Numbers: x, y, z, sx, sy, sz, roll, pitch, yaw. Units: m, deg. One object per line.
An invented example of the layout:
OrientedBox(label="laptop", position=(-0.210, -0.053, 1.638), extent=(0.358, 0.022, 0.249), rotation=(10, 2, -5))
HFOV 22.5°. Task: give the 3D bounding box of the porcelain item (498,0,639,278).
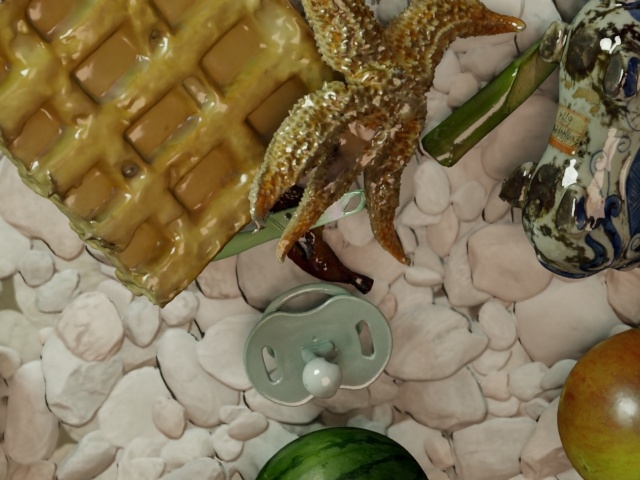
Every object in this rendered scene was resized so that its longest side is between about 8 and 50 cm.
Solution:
OrientedBox(label="porcelain item", position=(0.295, -0.097, 1.527), extent=(0.186, 0.138, 0.288), rotation=(5, 107, -30))

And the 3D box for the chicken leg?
OrientedBox(label="chicken leg", position=(-0.004, 0.003, 1.585), extent=(0.062, 0.037, 0.145), rotation=(-33, 108, -8))

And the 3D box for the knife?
OrientedBox(label="knife", position=(-0.047, -0.013, 1.554), extent=(0.207, 0.014, 0.030), rotation=(-18, 105, 18))

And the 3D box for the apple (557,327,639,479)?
OrientedBox(label="apple", position=(0.340, 0.184, 1.610), extent=(0.196, 0.196, 0.196), rotation=(-2, 109, -6))

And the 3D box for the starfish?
OrientedBox(label="starfish", position=(0.023, -0.111, 1.442), extent=(0.301, 0.084, 0.293), rotation=(18, 93, -37))

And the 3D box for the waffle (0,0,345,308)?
OrientedBox(label="waffle", position=(-0.147, -0.145, 1.426), extent=(0.304, 0.077, 0.348), rotation=(-45, 121, -11))

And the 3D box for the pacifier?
OrientedBox(label="pacifier", position=(-0.001, 0.110, 1.575), extent=(0.150, 0.116, 0.127), rotation=(-8, 109, -2))

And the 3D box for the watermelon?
OrientedBox(label="watermelon", position=(0.011, 0.286, 1.599), extent=(0.214, 0.188, 0.188), rotation=(-36, 110, -5))

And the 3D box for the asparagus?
OrientedBox(label="asparagus", position=(0.174, -0.137, 1.546), extent=(0.178, 0.045, 0.041), rotation=(-41, 80, 4))
